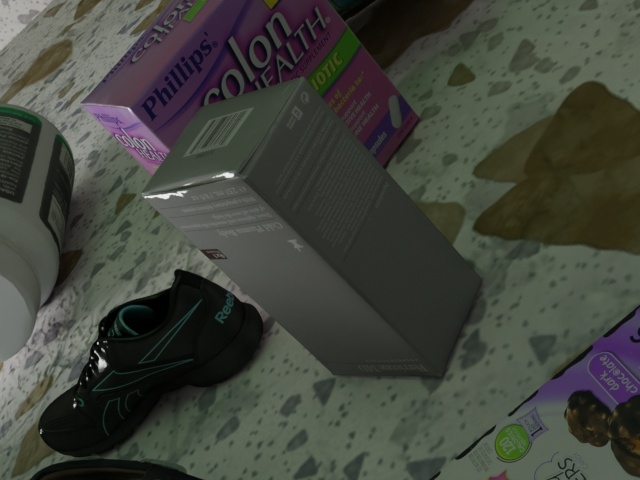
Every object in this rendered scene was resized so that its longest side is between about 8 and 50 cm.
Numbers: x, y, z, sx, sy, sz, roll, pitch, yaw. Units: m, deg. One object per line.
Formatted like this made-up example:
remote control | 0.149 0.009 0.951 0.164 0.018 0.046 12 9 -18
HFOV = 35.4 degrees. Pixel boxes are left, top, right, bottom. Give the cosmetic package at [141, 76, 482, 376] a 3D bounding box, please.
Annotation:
cosmetic package | 0.000 0.000 0.754 0.127 0.238 0.107 -9 42 48

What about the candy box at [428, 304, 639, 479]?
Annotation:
candy box | 0.162 0.150 0.540 0.196 0.070 0.165 -41 31 5

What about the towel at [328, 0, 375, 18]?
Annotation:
towel | 0.001 -0.264 1.162 0.370 0.040 0.271 -32 6 20

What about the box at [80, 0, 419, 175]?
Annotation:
box | -0.060 -0.124 0.968 0.214 0.243 0.117 -52 31 -16

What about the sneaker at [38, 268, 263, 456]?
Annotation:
sneaker | -0.183 0.112 0.960 0.267 0.106 0.101 -33 33 20

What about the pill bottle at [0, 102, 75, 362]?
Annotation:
pill bottle | -0.440 -0.014 1.316 0.204 0.204 0.361 -34 31 16

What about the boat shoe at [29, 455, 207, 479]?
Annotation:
boat shoe | -0.131 0.226 0.770 0.302 0.091 0.114 -12 43 42
